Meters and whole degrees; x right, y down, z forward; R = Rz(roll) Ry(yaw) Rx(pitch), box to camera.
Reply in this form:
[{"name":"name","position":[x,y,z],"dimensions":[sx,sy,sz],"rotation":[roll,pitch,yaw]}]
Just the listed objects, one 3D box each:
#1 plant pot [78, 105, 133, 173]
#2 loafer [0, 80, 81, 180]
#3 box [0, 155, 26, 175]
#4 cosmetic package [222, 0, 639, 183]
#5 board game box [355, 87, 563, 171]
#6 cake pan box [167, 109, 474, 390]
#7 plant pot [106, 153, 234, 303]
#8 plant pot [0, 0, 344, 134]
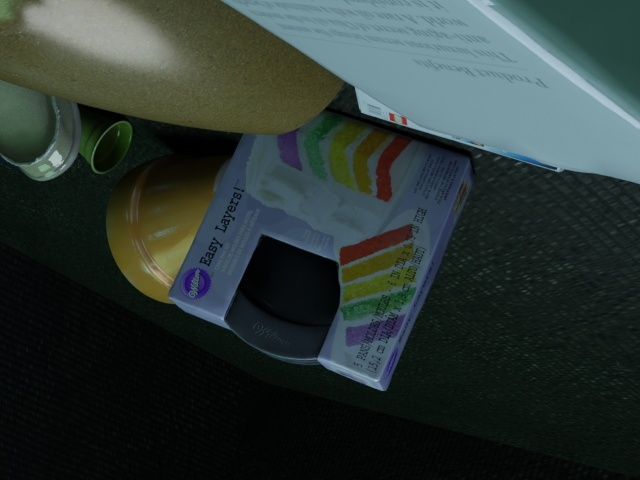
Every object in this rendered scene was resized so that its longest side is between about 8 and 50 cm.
[{"name":"plant pot","position":[-0.318,-0.147,1.383],"dimensions":[0.079,0.083,0.083],"rotation":[31,167,17]},{"name":"loafer","position":[-0.334,-0.178,0.997],"dimensions":[0.268,0.102,0.092],"rotation":[59,-162,11]},{"name":"box","position":[-0.353,-0.179,1.164],"dimensions":[0.108,0.153,0.207],"rotation":[26,164,-8]},{"name":"cosmetic package","position":[-0.017,-0.190,0.358],"dimensions":[0.453,0.161,0.230],"rotation":[28,179,-34]},{"name":"board game box","position":[0.111,-0.158,0.749],"dimensions":[0.193,0.053,0.305],"rotation":[19,164,13]},{"name":"cake pan box","position":[0.000,0.000,1.045],"dimensions":[0.246,0.266,0.070],"rotation":[21,167,17]},{"name":"plant pot","position":[-0.149,-0.032,1.332],"dimensions":[0.205,0.205,0.188],"rotation":[33,146,-33]},{"name":"plant pot","position":[-0.095,-0.170,0.622],"dimensions":[0.237,0.237,0.254],"rotation":[8,166,44]}]
